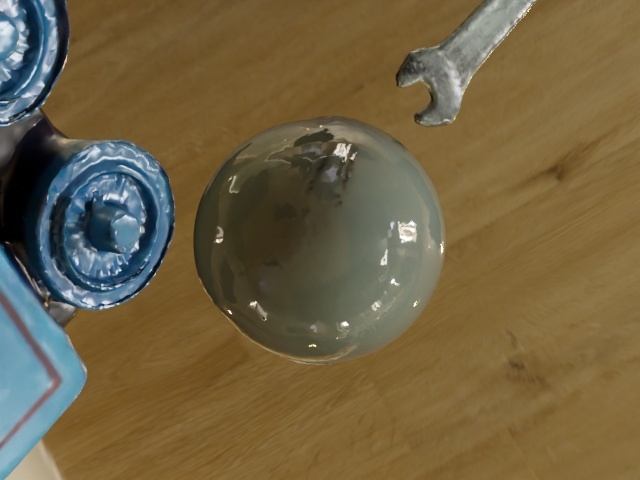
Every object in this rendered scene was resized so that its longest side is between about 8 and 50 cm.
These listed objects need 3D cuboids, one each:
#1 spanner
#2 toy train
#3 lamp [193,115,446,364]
[{"bbox_3d":[0.169,-0.209,1.092,0.302,0.017,0.071,-47,-71,-19],"label":"spanner"},{"bbox_3d":[-0.248,-0.025,0.723,0.188,0.300,0.265,15,-126,40],"label":"toy train"},{"bbox_3d":[0.000,0.000,0.531,0.105,0.105,0.105,0,-92,7],"label":"lamp"}]
